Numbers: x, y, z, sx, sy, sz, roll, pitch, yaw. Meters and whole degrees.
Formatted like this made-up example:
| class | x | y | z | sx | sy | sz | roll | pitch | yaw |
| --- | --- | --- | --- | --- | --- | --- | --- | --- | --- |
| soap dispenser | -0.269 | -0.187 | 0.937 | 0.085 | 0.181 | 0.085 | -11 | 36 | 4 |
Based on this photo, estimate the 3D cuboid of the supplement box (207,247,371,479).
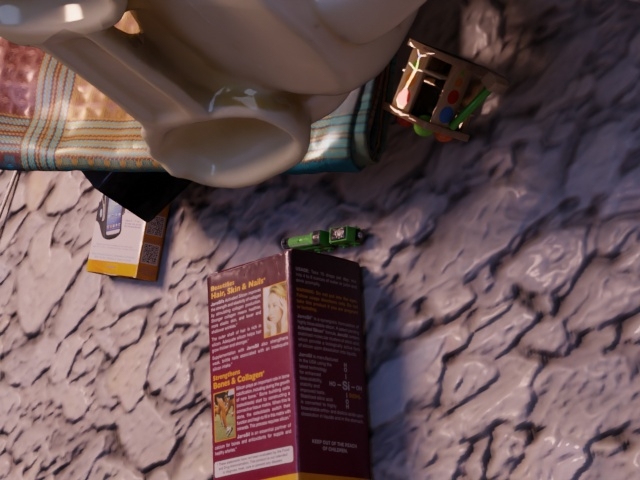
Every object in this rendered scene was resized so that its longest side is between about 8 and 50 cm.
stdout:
| class | x | y | z | sx | sy | sz | roll | pitch | yaw |
| --- | --- | --- | --- | --- | --- | --- | --- | --- | --- |
| supplement box | -0.026 | 0.111 | 1.335 | 0.104 | 0.081 | 0.188 | -19 | 67 | 44 |

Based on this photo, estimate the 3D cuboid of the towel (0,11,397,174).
| class | x | y | z | sx | sy | sz | roll | pitch | yaw |
| --- | --- | --- | --- | --- | --- | --- | --- | --- | --- |
| towel | -0.107 | -0.182 | 1.394 | 0.370 | 0.040 | 0.271 | 2 | 71 | 23 |

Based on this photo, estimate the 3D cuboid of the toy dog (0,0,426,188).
| class | x | y | z | sx | sy | sz | roll | pitch | yaw |
| --- | --- | --- | --- | --- | --- | --- | --- | --- | --- |
| toy dog | -0.034 | -0.300 | 1.204 | 0.395 | 0.284 | 0.408 | -16 | 49 | 52 |

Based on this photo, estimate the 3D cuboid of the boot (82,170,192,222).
| class | x | y | z | sx | sy | sz | roll | pitch | yaw |
| --- | --- | --- | --- | --- | --- | --- | --- | --- | --- |
| boot | -0.176 | -0.284 | 1.550 | 0.367 | 0.146 | 0.445 | -56 | 47 | 17 |

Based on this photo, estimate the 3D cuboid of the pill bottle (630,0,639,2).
| class | x | y | z | sx | sy | sz | roll | pitch | yaw |
| --- | --- | --- | --- | --- | --- | --- | --- | --- | --- |
| pill bottle | 0.226 | -0.305 | 1.116 | 0.153 | 0.153 | 0.264 | 49 | 116 | 42 |

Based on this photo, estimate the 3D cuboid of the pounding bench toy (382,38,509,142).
| class | x | y | z | sx | sy | sz | roll | pitch | yaw |
| --- | --- | --- | --- | --- | --- | --- | --- | --- | --- |
| pounding bench toy | 0.098 | -0.106 | 1.277 | 0.083 | 0.052 | 0.065 | 31 | 103 | 46 |

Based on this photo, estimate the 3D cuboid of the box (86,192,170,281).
| class | x | y | z | sx | sy | sz | roll | pitch | yaw |
| --- | --- | --- | --- | --- | --- | --- | --- | --- | --- |
| box | -0.174 | -0.032 | 1.572 | 0.081 | 0.028 | 0.136 | 6 | 82 | 48 |

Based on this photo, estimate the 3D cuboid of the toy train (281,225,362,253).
| class | x | y | z | sx | sy | sz | roll | pitch | yaw |
| --- | --- | --- | --- | --- | --- | --- | --- | --- | --- |
| toy train | 0.000 | 0.000 | 1.378 | 0.083 | 0.024 | 0.017 | -10 | 73 | 45 |

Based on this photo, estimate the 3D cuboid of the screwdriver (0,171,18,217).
| class | x | y | z | sx | sy | sz | roll | pitch | yaw |
| --- | --- | --- | --- | --- | --- | --- | --- | --- | --- |
| screwdriver | -0.342 | -0.010 | 1.749 | 0.024 | 0.025 | 0.170 | 25 | 100 | 47 |
